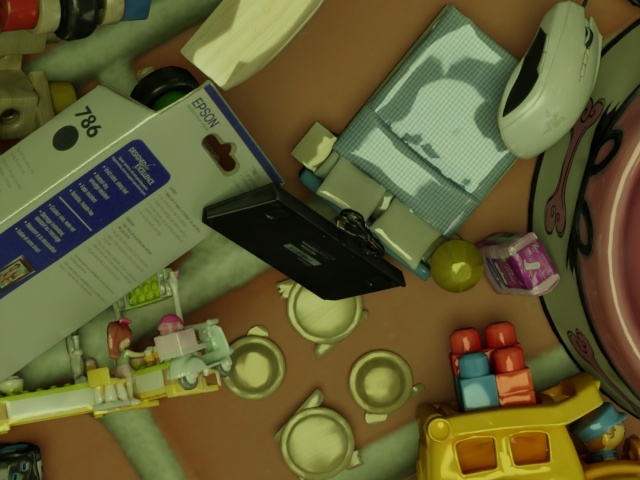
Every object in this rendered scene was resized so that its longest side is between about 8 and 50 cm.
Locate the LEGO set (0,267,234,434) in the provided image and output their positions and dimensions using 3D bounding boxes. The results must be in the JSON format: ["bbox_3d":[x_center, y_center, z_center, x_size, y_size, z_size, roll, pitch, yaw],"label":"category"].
[{"bbox_3d":[-0.200,0.092,1.499,0.287,0.132,0.107,-13,82,24],"label":"LEGO set"}]

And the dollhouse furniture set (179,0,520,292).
[{"bbox_3d":[0.085,-0.140,1.417,0.303,0.198,0.286,40,96,-7],"label":"dollhouse furniture set"}]

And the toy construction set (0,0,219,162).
[{"bbox_3d":[-0.278,-0.146,1.421,0.309,0.257,0.237,-27,55,-12],"label":"toy construction set"}]

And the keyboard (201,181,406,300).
[{"bbox_3d":[0.000,0.000,1.440,0.108,0.180,0.023,-13,60,33],"label":"keyboard"}]

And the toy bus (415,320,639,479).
[{"bbox_3d":[0.181,0.171,1.504,0.220,0.149,0.211,-6,90,-2],"label":"toy bus"}]

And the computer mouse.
[{"bbox_3d":[0.203,-0.149,1.447,0.106,0.042,0.193,38,72,-39],"label":"computer mouse"}]

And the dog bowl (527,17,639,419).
[{"bbox_3d":[0.380,-0.007,1.470,0.408,0.150,0.408,0,100,-1],"label":"dog bowl"}]

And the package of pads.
[{"bbox_3d":[0.161,0.020,1.502,0.032,0.083,0.050,-33,100,-15],"label":"package of pads"}]

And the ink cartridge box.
[{"bbox_3d":[-0.200,-0.005,1.389,0.333,0.165,0.065,-34,56,1],"label":"ink cartridge box"}]

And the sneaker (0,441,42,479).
[{"bbox_3d":[-0.228,0.237,1.530,0.217,0.079,0.121,16,100,-2],"label":"sneaker"}]

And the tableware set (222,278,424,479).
[{"bbox_3d":[-0.001,0.114,1.545,0.141,0.020,0.168,-37,95,-1],"label":"tableware set"}]
